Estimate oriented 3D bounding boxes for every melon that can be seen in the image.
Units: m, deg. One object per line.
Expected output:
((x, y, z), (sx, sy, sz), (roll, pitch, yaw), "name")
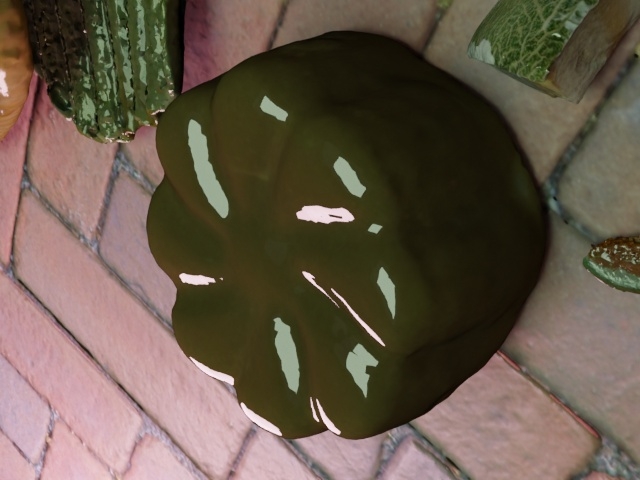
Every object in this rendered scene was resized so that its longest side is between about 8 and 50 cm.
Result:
((0.189, -0.159, 0.802), (0.093, 0.139, 0.202), (42, 133, -10), "melon")

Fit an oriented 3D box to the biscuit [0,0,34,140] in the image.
((-0.444, -0.343, 1.232), (0.446, 0.104, 0.429), (-18, 92, 64), "biscuit")

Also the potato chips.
((-0.269, -0.312, 1.171), (0.358, 0.070, 0.429), (8, 113, 43), "potato chips")

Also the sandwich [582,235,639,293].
((0.279, 0.008, 0.847), (0.135, 0.029, 0.067), (-39, 82, 44), "sandwich")

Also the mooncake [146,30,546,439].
((0.000, 0.000, 0.977), (0.378, 0.201, 0.378), (18, 119, 36), "mooncake")
